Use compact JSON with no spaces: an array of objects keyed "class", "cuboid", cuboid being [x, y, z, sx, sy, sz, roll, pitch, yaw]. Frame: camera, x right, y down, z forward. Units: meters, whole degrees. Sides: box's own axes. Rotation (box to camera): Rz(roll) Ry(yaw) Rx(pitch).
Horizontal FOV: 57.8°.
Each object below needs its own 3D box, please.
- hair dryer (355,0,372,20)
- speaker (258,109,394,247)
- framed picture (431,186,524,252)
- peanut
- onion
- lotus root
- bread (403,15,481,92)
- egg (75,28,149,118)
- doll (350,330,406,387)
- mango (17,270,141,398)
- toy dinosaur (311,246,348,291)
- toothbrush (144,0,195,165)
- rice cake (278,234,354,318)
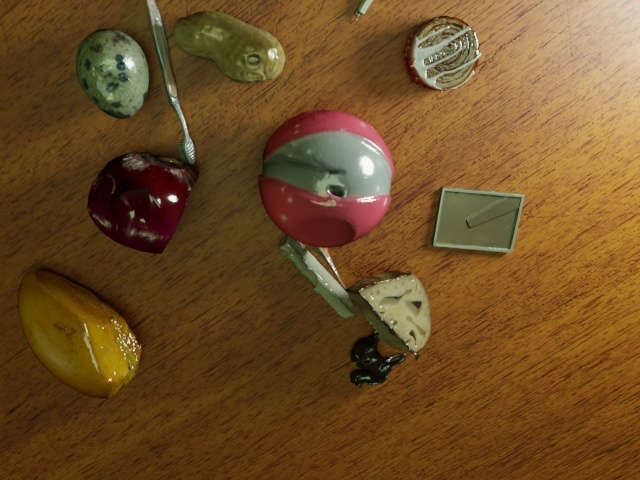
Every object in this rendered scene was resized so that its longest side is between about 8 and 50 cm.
[{"class":"hair dryer","cuboid":[0.113,-0.516,1.222,0.063,0.038,0.124,30,110,-13]},{"class":"speaker","cuboid":[0.014,-0.140,1.238,0.294,0.294,0.294,-1,109,-3]},{"class":"framed picture","cuboid":[0.380,-0.049,1.406,0.203,0.015,0.150,4,108,-4]},{"class":"peanut","cuboid":[-0.190,-0.400,1.202,0.236,0.110,0.120,17,120,-7]},{"class":"onion","cuboid":[-0.394,-0.082,1.245,0.207,0.206,0.216,20,107,-10]},{"class":"lotus root","cuboid":[0.182,0.158,1.396,0.170,0.074,0.261,-48,119,-26]},{"class":"bread","cuboid":[0.261,-0.399,1.248,0.160,0.073,0.160,-1,110,-3]},{"class":"egg","cuboid":[-0.425,-0.339,1.192,0.141,0.141,0.182,-5,120,-2]},{"class":"doll","cuboid":[0.135,0.311,1.495,0.165,0.057,0.139,-38,110,14]},{"class":"mango","cuboid":[-0.572,0.217,1.353,0.350,0.201,0.199,47,71,-8]},{"class":"toy dinosaur","cuboid":[-0.005,0.004,1.356,0.055,0.101,0.279,-38,96,20]},{"class":"toothbrush","cuboid":[-0.326,-0.345,1.254,0.037,0.028,0.375,6,114,39]},{"class":"rice cake","cuboid":[-0.007,0.090,1.407,0.052,0.057,0.256,-40,107,8]}]
